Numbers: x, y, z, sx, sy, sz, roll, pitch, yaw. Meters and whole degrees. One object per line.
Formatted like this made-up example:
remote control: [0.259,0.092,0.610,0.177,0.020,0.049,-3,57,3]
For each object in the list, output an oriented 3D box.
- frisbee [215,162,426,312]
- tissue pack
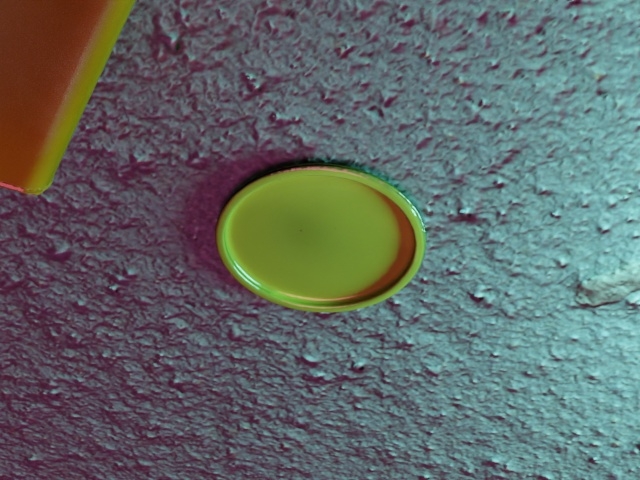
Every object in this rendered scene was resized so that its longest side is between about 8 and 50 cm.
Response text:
frisbee: [0.000,0.000,1.283,0.236,0.017,0.236,2,137,2]
tissue pack: [-0.240,-0.198,0.964,0.145,0.194,0.274,21,135,-17]
